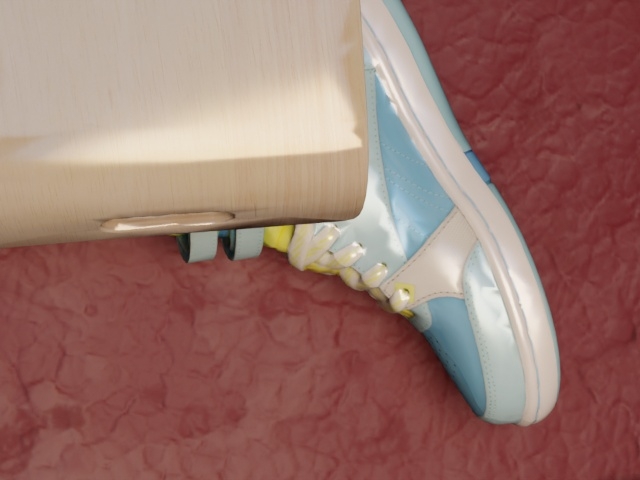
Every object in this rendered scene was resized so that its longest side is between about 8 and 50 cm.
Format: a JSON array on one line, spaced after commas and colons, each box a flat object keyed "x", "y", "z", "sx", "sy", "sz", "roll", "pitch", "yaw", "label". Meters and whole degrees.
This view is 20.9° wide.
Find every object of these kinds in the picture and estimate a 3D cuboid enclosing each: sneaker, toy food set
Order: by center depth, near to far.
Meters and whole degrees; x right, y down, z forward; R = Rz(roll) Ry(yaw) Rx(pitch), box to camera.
[{"x": -0.094, "y": -0.155, "z": 0.959, "sx": 0.219, "sy": 0.092, "sz": 0.306, "roll": -4, "pitch": 90, "yaw": -7, "label": "toy food set"}, {"x": 0.000, "y": 0.000, "z": 1.069, "sx": 0.208, "sy": 0.127, "sz": 0.319, "roll": -25, "pitch": 83, "yaw": -15, "label": "sneaker"}]
